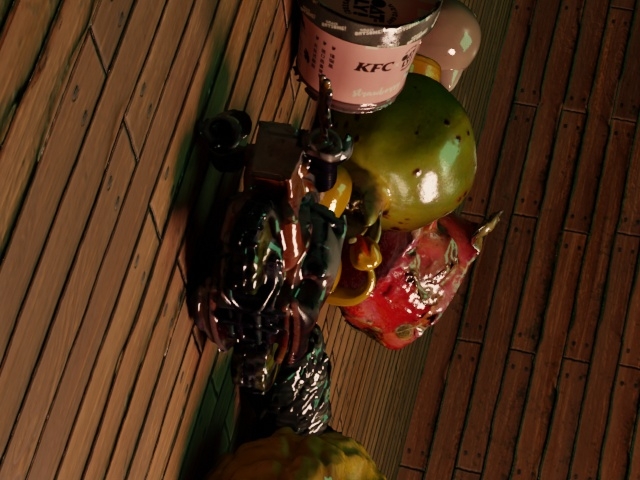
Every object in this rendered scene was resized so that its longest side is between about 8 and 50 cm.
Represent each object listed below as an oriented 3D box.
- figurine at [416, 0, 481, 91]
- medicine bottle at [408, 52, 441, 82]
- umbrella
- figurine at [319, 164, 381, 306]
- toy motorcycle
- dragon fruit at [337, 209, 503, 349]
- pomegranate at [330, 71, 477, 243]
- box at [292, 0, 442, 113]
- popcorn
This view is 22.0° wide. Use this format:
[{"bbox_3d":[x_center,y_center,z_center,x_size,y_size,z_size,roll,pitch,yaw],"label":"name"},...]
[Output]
[{"bbox_3d":[0.180,-0.307,2.486,0.125,0.125,0.138,86,28,-57],"label":"figurine"},{"bbox_3d":[0.102,-0.158,2.255,0.096,0.096,0.191,60,43,-75],"label":"medicine bottle"},{"bbox_3d":[-0.037,0.202,1.834,0.154,0.128,0.336,-91,177,-50],"label":"umbrella"},{"bbox_3d":[0.011,-0.001,1.838,0.121,0.122,0.176,-53,154,-63],"label":"figurine"},{"bbox_3d":[-0.042,-0.024,1.481,0.401,0.134,0.207,87,17,-60],"label":"toy motorcycle"},{"bbox_3d":[0.097,0.014,2.151,0.282,0.147,0.211,-43,-154,36],"label":"dragon fruit"},{"bbox_3d":[0.094,-0.090,1.960,0.246,0.198,0.198,-92,-175,-55],"label":"pomegranate"},{"bbox_3d":[0.041,-0.221,1.719,0.151,0.151,0.135,-69,176,-45],"label":"box"},{"bbox_3d":[-0.023,0.305,1.706,0.250,0.190,0.250,-32,134,-39],"label":"popcorn"}]
